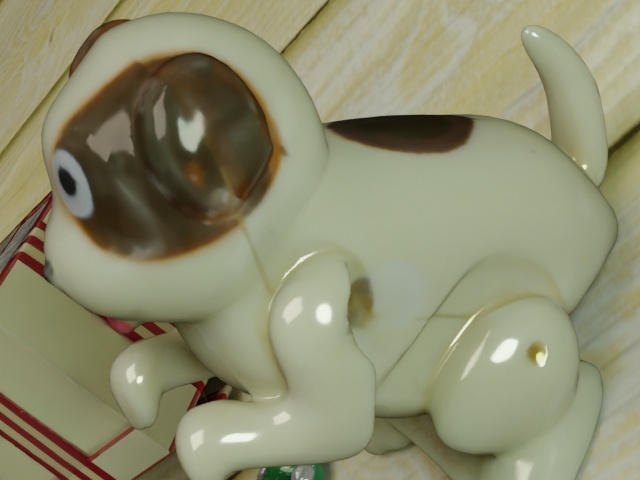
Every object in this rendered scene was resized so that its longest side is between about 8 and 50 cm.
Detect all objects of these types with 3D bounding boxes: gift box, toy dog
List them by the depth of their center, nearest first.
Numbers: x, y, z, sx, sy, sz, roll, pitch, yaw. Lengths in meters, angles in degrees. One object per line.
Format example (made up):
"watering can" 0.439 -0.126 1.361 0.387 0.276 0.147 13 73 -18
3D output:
"toy dog" 0.000 0.000 1.018 0.395 0.407 0.284 -58 29 14
"gift box" -0.228 0.103 1.500 0.255 0.258 0.276 -35 21 46

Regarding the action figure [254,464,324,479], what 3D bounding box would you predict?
"action figure" -0.055 0.253 1.287 0.232 0.063 0.137 -63 25 -3
